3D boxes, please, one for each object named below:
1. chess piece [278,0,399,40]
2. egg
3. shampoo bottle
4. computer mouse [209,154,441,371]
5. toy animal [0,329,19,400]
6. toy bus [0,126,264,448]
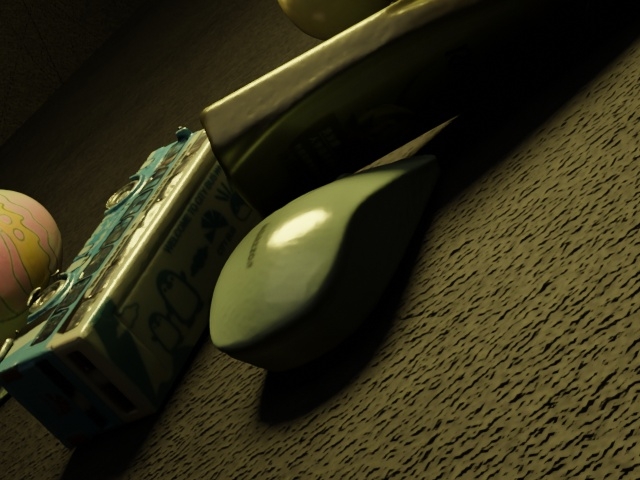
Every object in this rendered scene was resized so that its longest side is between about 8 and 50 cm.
[{"bbox_3d":[0.087,-0.301,1.130,0.300,0.167,0.167,-28,22,24],"label":"chess piece"},{"bbox_3d":[-0.383,0.051,1.274,0.271,0.196,0.196,-42,16,-35],"label":"egg"},{"bbox_3d":[0.084,-0.138,0.895,0.350,0.125,0.084,-28,63,5],"label":"shampoo bottle"},{"bbox_3d":[0.000,0.000,0.826,0.128,0.079,0.231,-24,21,33],"label":"computer mouse"},{"bbox_3d":[-0.297,0.121,1.173,0.217,0.041,0.075,-47,1,-12],"label":"toy animal"},{"bbox_3d":[-0.143,0.026,0.999,0.131,0.106,0.297,-22,28,39],"label":"toy bus"}]
